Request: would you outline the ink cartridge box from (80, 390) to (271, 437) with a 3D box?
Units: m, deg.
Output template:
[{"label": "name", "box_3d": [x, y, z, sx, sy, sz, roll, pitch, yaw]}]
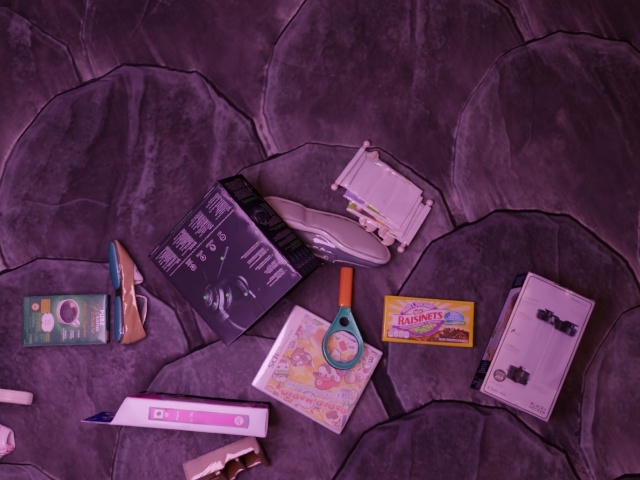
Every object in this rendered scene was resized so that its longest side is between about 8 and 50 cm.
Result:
[{"label": "ink cartridge box", "box_3d": [-0.291, 0.360, 1.502, 0.371, 0.176, 0.069, 3, 82, -2]}]

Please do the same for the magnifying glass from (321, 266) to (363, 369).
[{"label": "magnifying glass", "box_3d": [0.053, 0.173, 1.601, 0.092, 0.026, 0.231, 6, 71, -7]}]

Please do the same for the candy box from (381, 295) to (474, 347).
[{"label": "candy box", "box_3d": [0.244, 0.184, 1.628, 0.206, 0.027, 0.105, 4, 79, -3]}]

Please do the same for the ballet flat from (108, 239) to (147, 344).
[{"label": "ballet flat", "box_3d": [-0.426, 0.112, 1.590, 0.073, 0.080, 0.232, -2, 85, -31]}]

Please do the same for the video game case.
[{"label": "video game case", "box_3d": [-0.007, 0.286, 1.602, 0.227, 0.026, 0.206, 29, 82, 1]}]

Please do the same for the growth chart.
[{"label": "growth chart", "box_3d": [0.141, -0.098, 1.653, 0.237, 0.021, 0.172, 41, 76, 2]}]

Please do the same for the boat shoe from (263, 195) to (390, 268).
[{"label": "boat shoe", "box_3d": [0.000, 0.000, 1.622, 0.319, 0.116, 0.099, 20, 125, -7]}]

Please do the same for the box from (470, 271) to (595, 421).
[{"label": "box", "box_3d": [0.474, 0.234, 1.603, 0.169, 0.087, 0.290, 24, 82, 0]}]

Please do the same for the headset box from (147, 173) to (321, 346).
[{"label": "headset box", "box_3d": [-0.175, 0.047, 1.523, 0.283, 0.131, 0.246, 47, 112, 4]}]

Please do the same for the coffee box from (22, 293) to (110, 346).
[{"label": "coffee box", "box_3d": [-0.559, 0.176, 1.580, 0.184, 0.040, 0.113, -3, 83, -3]}]

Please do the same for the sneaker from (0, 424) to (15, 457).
[{"label": "sneaker", "box_3d": [-0.700, 0.459, 1.531, 0.070, 0.051, 0.134, 13, 78, 4]}]

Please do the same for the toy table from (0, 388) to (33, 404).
[{"label": "toy table", "box_3d": [-0.745, 0.306, 1.474, 0.252, 0.161, 0.274, 13, 74, 11]}]

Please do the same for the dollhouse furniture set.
[{"label": "dollhouse furniture set", "box_3d": [-0.164, 0.552, 1.471, 0.161, 0.212, 0.242, -22, 57, -4]}]
